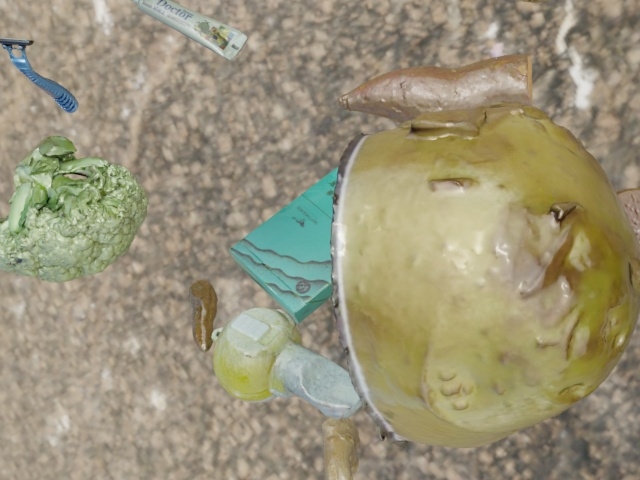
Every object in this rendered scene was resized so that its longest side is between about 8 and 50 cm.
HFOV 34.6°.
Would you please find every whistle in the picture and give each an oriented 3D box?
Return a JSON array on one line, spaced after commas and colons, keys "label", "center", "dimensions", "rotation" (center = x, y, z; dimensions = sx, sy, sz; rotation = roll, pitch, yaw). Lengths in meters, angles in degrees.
[{"label": "whistle", "center": [-0.043, 0.161, 1.264], "dimensions": [0.223, 0.123, 0.122], "rotation": [24, 123, 25]}]

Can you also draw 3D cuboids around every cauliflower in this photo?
[{"label": "cauliflower", "center": [-0.431, -0.056, 1.715], "dimensions": [0.272, 0.275, 0.250], "rotation": [163, 88, -74]}]

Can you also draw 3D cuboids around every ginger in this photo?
[{"label": "ginger", "center": [0.029, 0.309, 1.419], "dimensions": [0.051, 0.173, 0.069], "rotation": [-18, 132, 17]}]

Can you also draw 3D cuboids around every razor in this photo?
[{"label": "razor", "center": [-0.524, -0.306, 1.936], "dimensions": [0.082, 0.253, 0.042], "rotation": [7, 73, 16]}]

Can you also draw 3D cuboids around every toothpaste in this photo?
[{"label": "toothpaste", "center": [-0.263, -0.422, 1.968], "dimensions": [0.255, 0.067, 0.037], "rotation": [28, 155, 7]}]

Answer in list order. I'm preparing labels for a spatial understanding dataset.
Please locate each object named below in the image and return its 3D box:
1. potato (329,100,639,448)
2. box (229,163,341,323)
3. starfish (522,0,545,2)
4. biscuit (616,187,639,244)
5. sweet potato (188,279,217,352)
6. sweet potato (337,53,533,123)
[{"label": "potato", "center": [0.142, 0.037, 0.770], "dimensions": [0.196, 0.300, 0.246], "rotation": [1, 77, 20]}, {"label": "box", "center": [0.000, 0.000, 1.534], "dimensions": [0.161, 0.226, 0.042], "rotation": [41, 161, 32]}, {"label": "starfish", "center": [0.328, -0.398, 1.516], "dimensions": [0.190, 0.146, 0.074], "rotation": [4, 139, 48]}, {"label": "biscuit", "center": [0.354, 0.016, 1.294], "dimensions": [0.039, 0.236, 0.179], "rotation": [110, 146, -79]}, {"label": "sweet potato", "center": [-0.216, 0.130, 1.902], "dimensions": [0.054, 0.182, 0.053], "rotation": [-15, 133, 6]}, {"label": "sweet potato", "center": [0.200, -0.241, 1.778], "dimensions": [0.337, 0.131, 0.131], "rotation": [-7, 108, 7]}]
